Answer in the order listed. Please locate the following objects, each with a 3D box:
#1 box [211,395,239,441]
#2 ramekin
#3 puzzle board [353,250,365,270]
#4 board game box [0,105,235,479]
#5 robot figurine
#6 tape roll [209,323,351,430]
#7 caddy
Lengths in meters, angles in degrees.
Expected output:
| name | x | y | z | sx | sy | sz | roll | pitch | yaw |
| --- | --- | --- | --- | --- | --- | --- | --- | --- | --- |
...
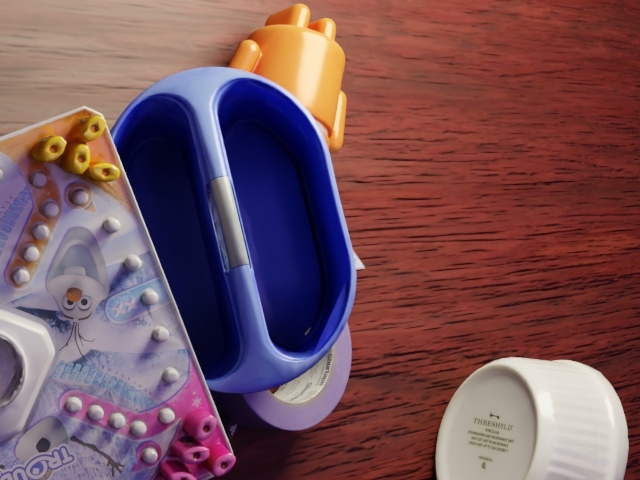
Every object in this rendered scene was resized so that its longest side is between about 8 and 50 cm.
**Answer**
| name | x | y | z | sx | sy | sz | roll | pitch | yaw |
| --- | --- | --- | --- | --- | --- | --- | --- | --- | --- |
| box | -0.145 | 0.205 | 1.408 | 0.083 | 0.052 | 0.062 | 53 | 54 | -26 |
| ramekin | 0.265 | 0.280 | 1.657 | 0.127 | 0.273 | 0.273 | 19 | 72 | -28 |
| puzzle board | 0.000 | 0.000 | 1.544 | 0.096 | 0.011 | 0.128 | 56 | 25 | 15 |
| board game box | -0.312 | 0.122 | 1.152 | 0.390 | 0.050 | 0.390 | -23 | 102 | -18 |
| robot figurine | -0.043 | -0.171 | 1.501 | 0.158 | 0.128 | 0.219 | 57 | 40 | -69 |
| tape roll | -0.056 | 0.131 | 1.484 | 0.189 | 0.080 | 0.189 | 6 | 82 | -44 |
| caddy | -0.098 | -0.009 | 1.318 | 0.241 | 0.179 | 0.341 | -13 | 85 | -8 |
